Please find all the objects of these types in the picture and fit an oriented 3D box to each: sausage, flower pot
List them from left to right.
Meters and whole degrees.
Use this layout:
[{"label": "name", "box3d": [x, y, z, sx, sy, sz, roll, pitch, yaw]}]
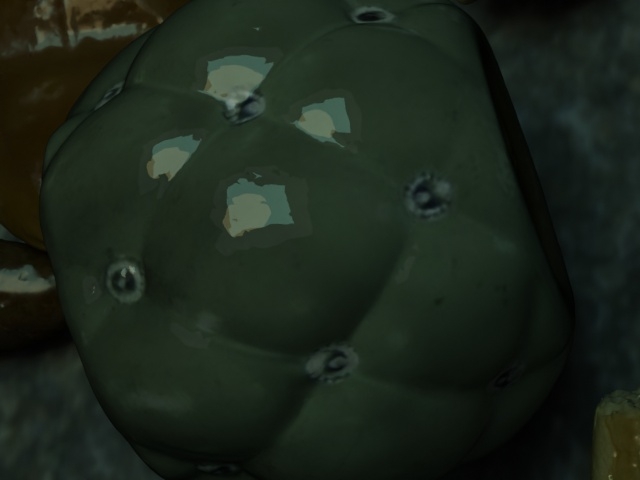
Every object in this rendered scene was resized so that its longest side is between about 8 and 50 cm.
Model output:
[{"label": "sausage", "box3d": [-0.122, -0.139, 1.051, 0.134, 0.116, 0.354, -2, 65, 4]}, {"label": "flower pot", "box3d": [0.000, 0.000, 0.854, 0.195, 0.246, 0.246, -20, 58, 10]}]

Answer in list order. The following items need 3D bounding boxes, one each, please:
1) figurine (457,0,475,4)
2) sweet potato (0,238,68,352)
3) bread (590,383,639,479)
[{"label": "figurine", "box3d": [0.073, -0.183, 1.017, 0.196, 0.108, 0.114, 4, 39, 39]}, {"label": "sweet potato", "box3d": [-0.275, 0.017, 1.039, 0.341, 0.092, 0.114, 13, 52, 26]}, {"label": "bread", "box3d": [0.174, 0.111, 0.810, 0.125, 0.082, 0.106, 1, 93, 30]}]
